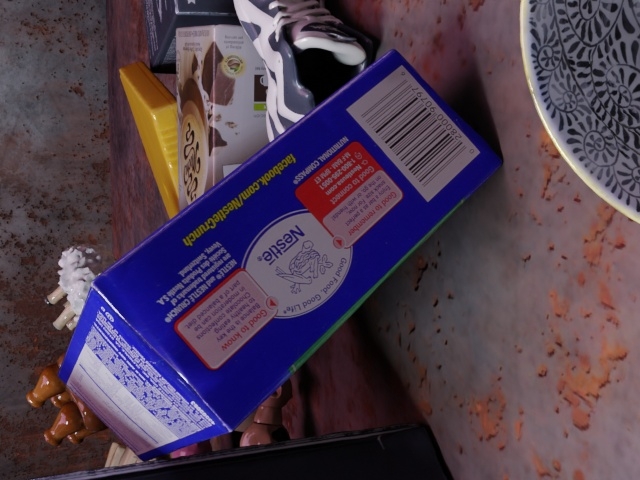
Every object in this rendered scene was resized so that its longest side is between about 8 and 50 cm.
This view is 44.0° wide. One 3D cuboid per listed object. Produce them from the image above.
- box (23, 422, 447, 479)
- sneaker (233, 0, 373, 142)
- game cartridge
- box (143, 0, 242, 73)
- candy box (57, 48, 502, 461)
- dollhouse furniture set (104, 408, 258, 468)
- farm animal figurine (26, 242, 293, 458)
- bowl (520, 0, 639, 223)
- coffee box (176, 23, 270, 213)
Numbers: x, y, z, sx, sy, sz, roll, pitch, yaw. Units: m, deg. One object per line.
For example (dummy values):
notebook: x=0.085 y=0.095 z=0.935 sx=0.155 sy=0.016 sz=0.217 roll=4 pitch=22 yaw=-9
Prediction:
box: x=-0.142 y=0.421 z=0.642 sx=0.479 sy=0.472 sz=0.297 roll=107 pitch=149 yaw=-42
sneaker: x=-0.010 y=-0.195 z=0.722 sx=0.153 sy=0.094 sz=0.234 roll=168 pitch=97 yaw=-67
game cartridge: x=-0.197 y=-0.079 z=1.133 sx=0.285 sy=0.053 sz=0.323 roll=-133 pitch=26 yaw=-57
box: x=-0.172 y=-0.334 z=1.081 sx=0.207 sy=0.108 sz=0.153 roll=157 pitch=108 yaw=-67
candy box: x=-0.052 y=0.033 z=0.612 sx=0.122 sy=0.268 sz=0.317 roll=49 pitch=153 yaw=-1
dollhouse furniture set: x=-0.182 y=0.394 z=1.180 sx=0.362 sy=0.257 sz=0.393 roll=155 pitch=131 yaw=-66
farm animal figurine: x=-0.137 y=0.153 z=0.884 sx=0.172 sy=0.330 sz=0.326 roll=-43 pitch=34 yaw=11
bowl: x=0.163 y=-0.085 z=0.283 sx=0.080 sy=0.170 sz=0.170 roll=-40 pitch=-41 yaw=-61
coffee box: x=-0.089 y=-0.089 z=0.899 sx=0.168 sy=0.119 sz=0.297 roll=-151 pitch=60 yaw=-63
